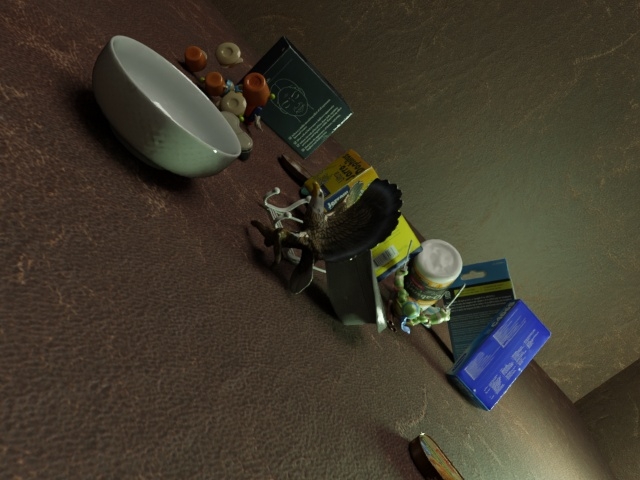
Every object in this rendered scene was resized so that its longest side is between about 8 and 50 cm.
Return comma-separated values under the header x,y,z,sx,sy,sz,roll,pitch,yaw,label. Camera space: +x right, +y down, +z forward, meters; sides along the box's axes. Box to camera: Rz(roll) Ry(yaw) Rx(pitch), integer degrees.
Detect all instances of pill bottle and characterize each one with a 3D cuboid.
x,y,z,sx,sy,sz,roll,pitch,yaw,label
0.362,0.128,1.928,0.162,0.162,0.278,55,-25,22,pill bottle

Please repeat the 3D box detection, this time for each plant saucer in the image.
x,y,z,sx,sy,sz,roll,pitch,yaw,label
-0.086,-0.262,2.098,0.168,0.029,0.168,39,13,-11,plant saucer

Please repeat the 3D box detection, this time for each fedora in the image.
x,y,z,sx,sy,sz,roll,pitch,yaw,label
0.080,0.103,1.393,0.244,0.124,0.275,-94,171,-58,fedora

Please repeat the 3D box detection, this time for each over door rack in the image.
x,y,z,sx,sy,sz,roll,pitch,yaw,label
0.000,0.000,1.561,0.324,0.108,0.239,35,21,-42,over door rack

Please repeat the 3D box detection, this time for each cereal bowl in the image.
x,y,z,sx,sy,sz,roll,pitch,yaw,label
-0.335,-0.254,1.181,0.339,0.141,0.339,45,15,-16,cereal bowl

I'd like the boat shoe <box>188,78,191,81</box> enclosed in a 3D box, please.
x,y,z,sx,sy,sz,roll,pitch,yaw,label
-0.386,-0.439,1.700,0.133,0.049,0.042,45,-14,12,boat shoe

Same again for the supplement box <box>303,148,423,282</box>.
x,y,z,sx,sy,sz,roll,pitch,yaw,label
0.137,-0.075,1.793,0.356,0.195,0.194,53,2,-30,supplement box

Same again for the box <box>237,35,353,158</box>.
x,y,z,sx,sy,sz,roll,pitch,yaw,label
-0.110,-0.602,2.395,0.395,0.293,0.212,40,16,-30,box

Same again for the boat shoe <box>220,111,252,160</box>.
x,y,z,sx,sy,sz,roll,pitch,yaw,label
-0.270,-0.322,1.737,0.206,0.075,0.065,52,-29,34,boat shoe

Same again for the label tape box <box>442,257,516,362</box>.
x,y,z,sx,sy,sz,roll,pitch,yaw,label
0.580,0.256,2.030,0.115,0.249,0.348,10,69,-68,label tape box

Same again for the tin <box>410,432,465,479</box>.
x,y,z,sx,sy,sz,roll,pitch,yaw,label
0.258,0.495,1.189,0.190,0.040,0.106,52,19,12,tin

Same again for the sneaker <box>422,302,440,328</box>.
x,y,z,sx,sy,sz,roll,pitch,yaw,label
0.380,0.219,2.116,0.087,0.092,0.229,32,21,-44,sneaker

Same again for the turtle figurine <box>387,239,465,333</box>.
x,y,z,sx,sy,sz,roll,pitch,yaw,label
0.316,0.174,1.773,0.197,0.275,0.266,17,-10,2,turtle figurine

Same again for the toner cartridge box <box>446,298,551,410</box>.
x,y,z,sx,sy,sz,roll,pitch,yaw,label
0.586,0.370,1.853,0.165,0.348,0.075,48,-17,-2,toner cartridge box

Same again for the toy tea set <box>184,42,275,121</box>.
x,y,z,sx,sy,sz,roll,pitch,yaw,label
-0.320,-0.551,1.950,0.336,0.200,0.124,51,-11,11,toy tea set

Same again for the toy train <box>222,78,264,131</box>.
x,y,z,sx,sy,sz,roll,pitch,yaw,label
-0.280,-0.484,2.020,0.143,0.105,0.248,25,26,-31,toy train

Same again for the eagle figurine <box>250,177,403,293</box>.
x,y,z,sx,sy,sz,roll,pitch,yaw,label
0.021,-0.035,1.289,0.298,0.225,0.226,-13,57,-23,eagle figurine

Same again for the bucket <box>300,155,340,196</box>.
x,y,z,sx,sy,sz,roll,pitch,yaw,label
0.086,-0.151,2.007,0.281,0.183,0.281,44,13,-13,bucket
